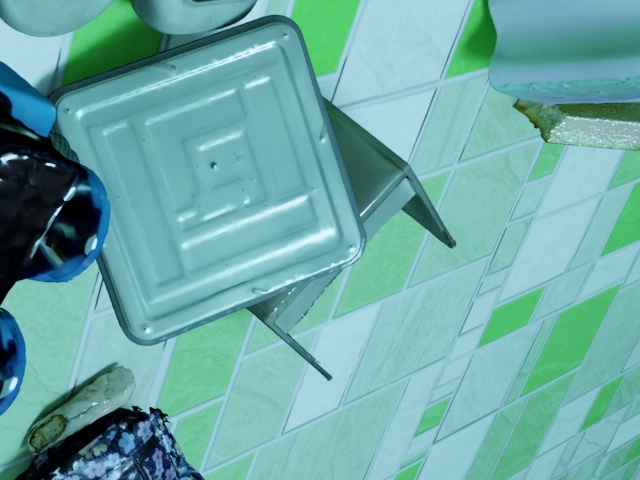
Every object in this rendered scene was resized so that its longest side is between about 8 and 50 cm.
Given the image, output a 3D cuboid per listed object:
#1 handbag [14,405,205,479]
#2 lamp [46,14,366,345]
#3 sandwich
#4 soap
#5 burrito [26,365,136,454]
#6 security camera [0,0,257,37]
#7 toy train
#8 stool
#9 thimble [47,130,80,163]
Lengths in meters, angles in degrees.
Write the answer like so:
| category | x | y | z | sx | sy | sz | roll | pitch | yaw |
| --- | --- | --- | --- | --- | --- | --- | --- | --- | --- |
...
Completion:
| category | x | y | z | sx | sy | sz | roll | pitch | yaw |
| --- | --- | --- | --- | --- | --- | --- | --- | --- | --- |
| handbag | -0.256 | 0.316 | 1.850 | 0.229 | 0.127 | 0.208 | -40 | 109 | -24 |
| lamp | -0.110 | -0.061 | 1.511 | 0.266 | 0.047 | 0.269 | -22 | 105 | -14 |
| sandwich | 0.380 | -0.174 | 2.173 | 0.162 | 0.193 | 0.058 | -25 | 140 | -39 |
| soap | 0.463 | -0.261 | 1.927 | 0.261 | 0.446 | 0.156 | 3 | 87 | -56 |
| burrito | -0.282 | 0.200 | 1.808 | 0.149 | 0.041 | 0.055 | -33 | 161 | -29 |
| security camera | -0.163 | -0.254 | 1.403 | 0.301 | 0.080 | 0.157 | -15 | 137 | -44 |
| toy train | -0.338 | -0.003 | 1.239 | 0.188 | 0.265 | 0.300 | 19 | 106 | -54 |
| stool | 0.000 | 0.000 | 1.849 | 0.243 | 0.170 | 0.269 | -47 | 153 | -3 |
| thimble | -0.293 | -0.044 | 1.416 | 0.135 | 0.118 | 0.090 | -45 | 152 | 27 |
